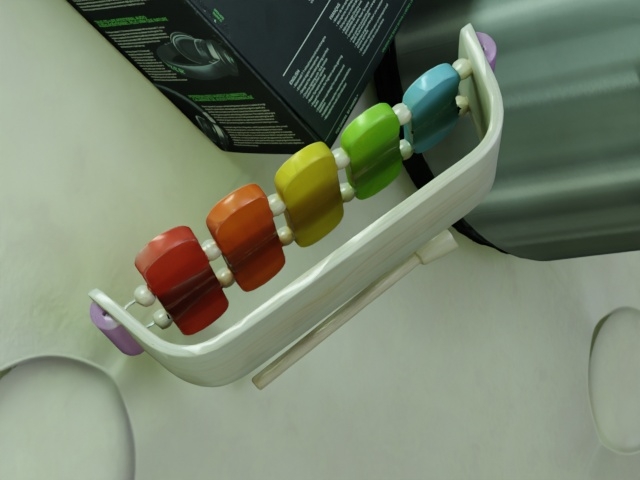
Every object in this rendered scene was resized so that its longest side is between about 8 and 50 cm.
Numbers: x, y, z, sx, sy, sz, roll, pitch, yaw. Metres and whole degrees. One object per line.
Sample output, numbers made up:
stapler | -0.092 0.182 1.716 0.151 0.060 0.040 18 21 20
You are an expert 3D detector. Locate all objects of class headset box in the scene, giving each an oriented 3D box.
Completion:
headset box | -0.062 -0.239 1.036 0.283 0.131 0.246 43 65 -36

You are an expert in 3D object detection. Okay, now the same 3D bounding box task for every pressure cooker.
pressure cooker | 0.296 -0.172 1.217 0.375 0.420 0.370 -14 93 -46

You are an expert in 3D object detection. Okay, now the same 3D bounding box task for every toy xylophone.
toy xylophone | 0.000 0.000 1.024 0.322 0.236 0.081 -34 75 -14
